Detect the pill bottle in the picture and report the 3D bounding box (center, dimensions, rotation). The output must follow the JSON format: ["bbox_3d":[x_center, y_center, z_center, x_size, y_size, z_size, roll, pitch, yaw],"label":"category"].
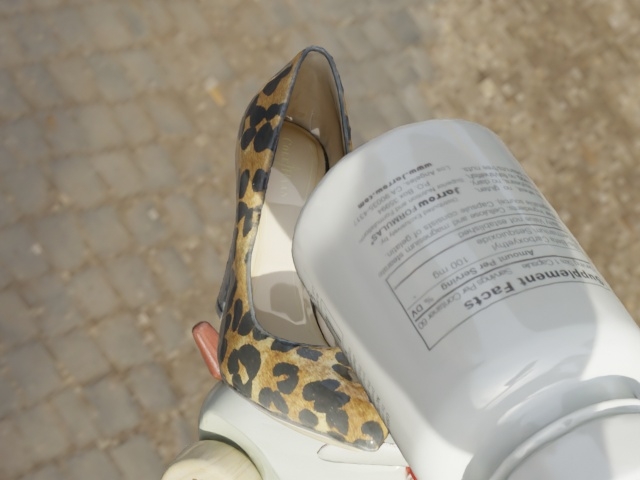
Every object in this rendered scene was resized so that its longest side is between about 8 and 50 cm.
[{"bbox_3d":[0.088,0.059,0.938,0.131,0.131,0.229,14,34,-43],"label":"pill bottle"}]

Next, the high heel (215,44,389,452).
[{"bbox_3d":[0.000,0.000,1.110,0.093,0.186,0.261,7,18,-22],"label":"high heel"}]

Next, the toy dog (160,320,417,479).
[{"bbox_3d":[0.023,0.122,1.451,0.220,0.334,0.161,-77,149,-61],"label":"toy dog"}]
